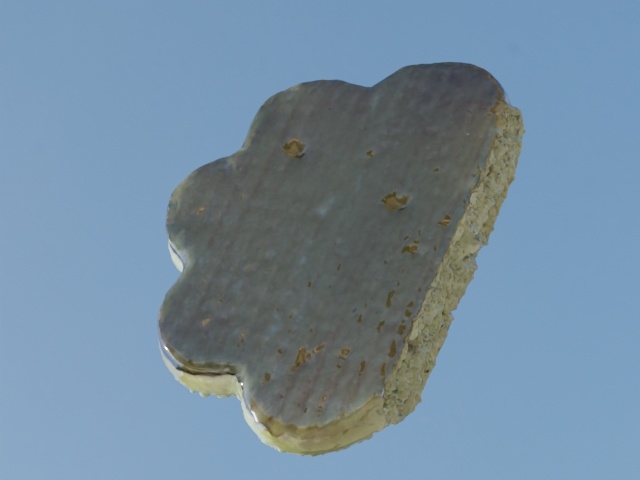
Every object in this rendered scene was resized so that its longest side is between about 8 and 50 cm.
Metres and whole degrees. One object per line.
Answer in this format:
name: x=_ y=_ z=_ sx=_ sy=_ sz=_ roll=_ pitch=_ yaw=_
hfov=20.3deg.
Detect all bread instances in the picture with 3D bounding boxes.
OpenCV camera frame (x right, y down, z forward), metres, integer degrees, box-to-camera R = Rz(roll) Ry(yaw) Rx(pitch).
bread: x=0.000 y=0.000 z=1.104 sx=0.286 sy=0.207 sz=0.056 roll=-60 pitch=-32 yaw=-28
